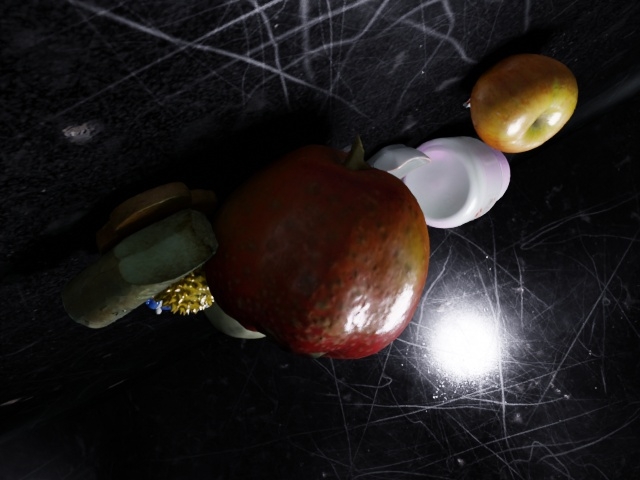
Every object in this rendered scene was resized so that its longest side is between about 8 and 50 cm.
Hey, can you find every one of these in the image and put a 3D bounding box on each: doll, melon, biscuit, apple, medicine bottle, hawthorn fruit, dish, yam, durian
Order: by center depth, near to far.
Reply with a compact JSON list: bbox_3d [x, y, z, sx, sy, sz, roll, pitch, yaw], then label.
[{"bbox_3d":[-0.284,0.046,0.819,0.259,0.106,0.106,-33,170,21],"label":"yam"},{"bbox_3d":[-0.274,-0.028,0.891,0.208,0.041,0.290,-25,171,-20],"label":"biscuit"},{"bbox_3d":[0.000,0.000,0.947,0.402,0.403,0.403,-28,171,-5],"label":"hawthorn fruit"},{"bbox_3d":[-0.282,0.083,1.083,0.183,0.138,0.249,-40,-166,-4],"label":"durian"},{"bbox_3d":[0.421,-0.298,1.121,0.234,0.173,0.210,3,134,-43],"label":"apple"},{"bbox_3d":[0.152,-0.167,1.318,0.151,0.077,0.212,-17,165,-45],"label":"dish"},{"bbox_3d":[-0.185,0.128,1.359,0.308,0.272,0.271,-10,-175,39],"label":"melon"},{"bbox_3d":[-0.420,0.158,1.402,0.099,0.057,0.143,-53,165,11],"label":"doll"},{"bbox_3d":[0.393,-0.174,1.493,0.241,0.241,0.302,-37,168,38],"label":"medicine bottle"}]

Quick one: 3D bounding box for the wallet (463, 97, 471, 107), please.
[{"bbox_3d":[0.439,-0.369,1.268,0.196,0.020,0.103,-21,163,-35],"label":"wallet"}]
